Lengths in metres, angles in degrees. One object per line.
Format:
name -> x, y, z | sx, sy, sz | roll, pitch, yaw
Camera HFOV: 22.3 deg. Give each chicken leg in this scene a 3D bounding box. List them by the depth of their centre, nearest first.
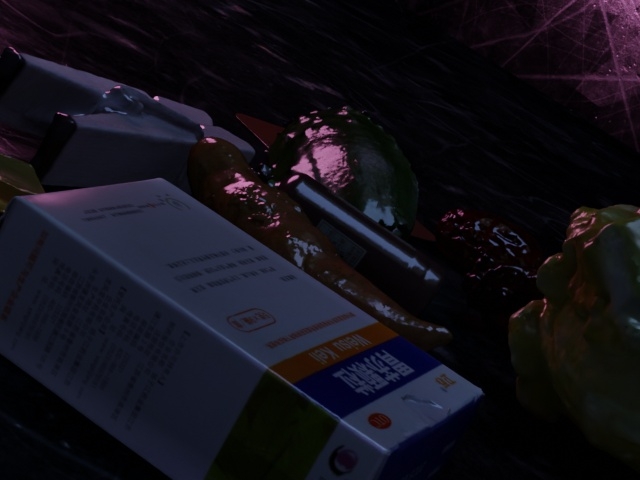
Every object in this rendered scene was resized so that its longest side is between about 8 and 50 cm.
chicken leg -> 0.313, 0.105, 1.762 | 0.407, 0.096, 0.158 | 19, -2, -40

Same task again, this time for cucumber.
cucumber -> 0.029, -0.064, 1.755 | 0.145, 0.105, 0.325 | 25, 19, -15

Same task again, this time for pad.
pad -> 0.017, -0.077, 1.966 | 0.181, 0.004, 0.267 | 15, 21, -42

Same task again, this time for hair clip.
hair clip -> -0.178, -0.099, 1.509 | 0.101, 0.085, 0.331 | 38, 15, 24

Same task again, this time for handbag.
handbag -> -0.256, -0.047, 1.309 | 0.061, 0.027, 0.083 | 22, 14, -26

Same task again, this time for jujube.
jujube -> 0.194, 0.008, 1.880 | 0.129, 0.077, 0.077 | 28, 14, 15

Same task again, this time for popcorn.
popcorn -> 0.338, 0.093, 1.483 | 0.312, 0.312, 0.312 | 27, 15, -8

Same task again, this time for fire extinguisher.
fire extinguisher -> 0.000, 0.000, 1.542 | 0.231, 0.099, 0.071 | 33, 48, -4

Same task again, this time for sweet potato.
sweet potato -> -0.037, 0.015, 1.388 | 0.106, 0.095, 0.354 | -31, 45, -20

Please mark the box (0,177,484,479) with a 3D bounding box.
box -> -0.063, 0.078, 1.092 | 0.299, 0.106, 0.200 | 32, 17, 16
